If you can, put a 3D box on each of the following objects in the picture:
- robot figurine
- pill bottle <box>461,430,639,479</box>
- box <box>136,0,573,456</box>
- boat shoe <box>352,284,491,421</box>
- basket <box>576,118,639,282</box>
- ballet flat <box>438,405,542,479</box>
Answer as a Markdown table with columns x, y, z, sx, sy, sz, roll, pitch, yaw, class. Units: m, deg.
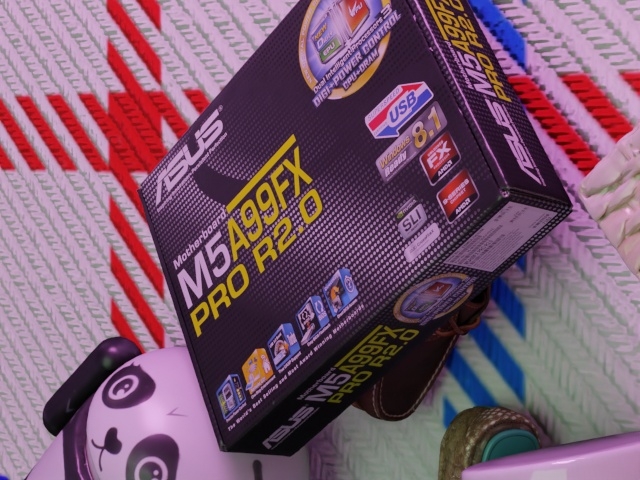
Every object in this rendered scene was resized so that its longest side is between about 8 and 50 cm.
| x | y | z | sx | sy | sz | roll | pitch | yaw | class |
| --- | --- | --- | --- | --- | --- | --- | --- | --- | --- |
| -0.128 | 0.198 | 1.029 | 0.209 | 0.173 | 0.278 | 38 | 123 | -3 | robot figurine |
| 0.167 | 0.250 | 0.784 | 0.162 | 0.162 | 0.278 | -16 | 82 | 41 | pill bottle |
| 0.005 | -0.026 | 0.894 | 0.270 | 0.060 | 0.216 | -44 | 53 | 33 | box |
| 0.072 | 0.025 | 0.908 | 0.073 | 0.073 | 0.207 | 29 | 112 | 40 | boat shoe |
| 0.231 | -0.036 | 0.743 | 0.167 | 0.103 | 0.113 | -49 | 62 | 33 | basket |
| 0.096 | 0.200 | 0.917 | 0.067 | 0.073 | 0.206 | -146 | 65 | -65 | ballet flat |
